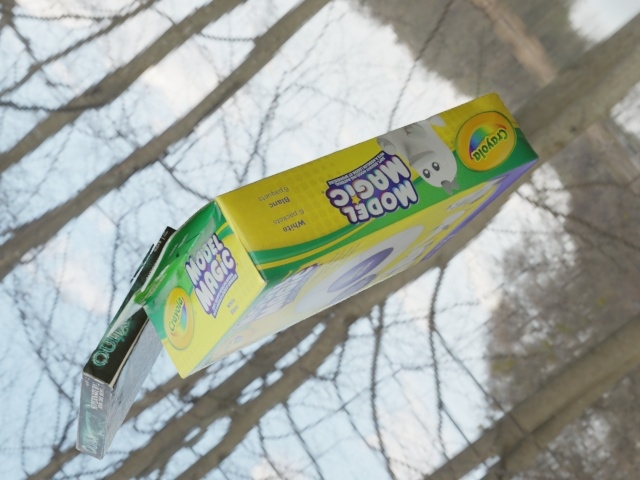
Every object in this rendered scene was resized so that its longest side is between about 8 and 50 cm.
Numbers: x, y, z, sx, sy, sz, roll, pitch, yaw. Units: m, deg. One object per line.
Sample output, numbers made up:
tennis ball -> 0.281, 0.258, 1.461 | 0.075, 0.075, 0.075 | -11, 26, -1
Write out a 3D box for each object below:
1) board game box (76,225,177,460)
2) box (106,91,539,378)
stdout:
board game box -> -0.143, 0.083, 0.792 | 0.026, 0.186, 0.126 | 26, -120, 0
box -> 0.000, 0.000, 0.449 | 0.179, 0.105, 0.043 | -22, -105, -33
